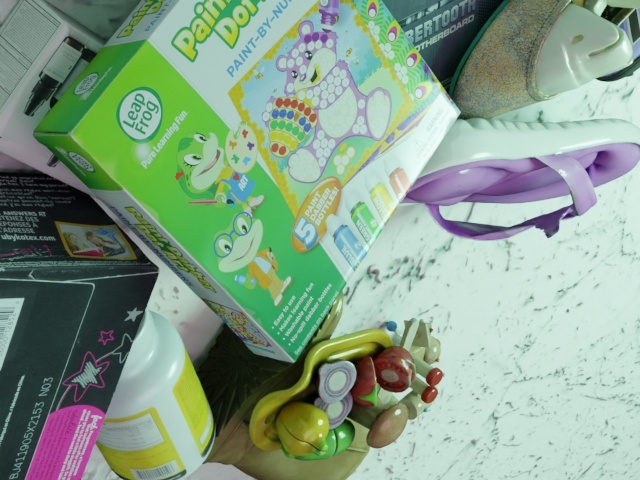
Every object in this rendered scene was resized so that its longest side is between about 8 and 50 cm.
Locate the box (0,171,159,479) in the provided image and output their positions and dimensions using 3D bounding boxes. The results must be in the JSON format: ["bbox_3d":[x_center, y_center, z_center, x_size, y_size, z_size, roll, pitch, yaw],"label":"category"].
[{"bbox_3d":[-0.249,0.087,0.822,0.163,0.142,0.247,0,121,-45],"label":"box"}]

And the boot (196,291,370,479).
[{"bbox_3d":[-0.012,0.150,1.184,0.236,0.089,0.269,-47,146,9],"label":"boot"}]

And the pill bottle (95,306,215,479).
[{"bbox_3d":[-0.156,0.122,0.983,0.103,0.103,0.184,-35,142,-18],"label":"pill bottle"}]

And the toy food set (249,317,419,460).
[{"bbox_3d":[0.035,0.152,1.093,0.218,0.071,0.128,-12,133,-46],"label":"toy food set"}]

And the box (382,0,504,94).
[{"bbox_3d":[0.102,-0.211,0.989,0.233,0.059,0.183,-31,140,-25],"label":"box"}]

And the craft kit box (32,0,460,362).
[{"bbox_3d":[-0.036,-0.085,0.829,0.246,0.061,0.250,47,66,-31],"label":"craft kit box"}]

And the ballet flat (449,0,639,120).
[{"bbox_3d":[0.241,-0.208,1.001,0.316,0.106,0.107,-50,145,-2],"label":"ballet flat"}]

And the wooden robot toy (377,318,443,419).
[{"bbox_3d":[0.114,0.142,1.319,0.079,0.076,0.173,-29,141,-42],"label":"wooden robot toy"}]

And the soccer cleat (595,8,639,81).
[{"bbox_3d":[0.326,-0.305,1.121,0.116,0.108,0.318,19,110,-31],"label":"soccer cleat"}]

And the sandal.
[{"bbox_3d":[0.185,-0.044,1.129,0.169,0.102,0.416,-25,167,41],"label":"sandal"}]

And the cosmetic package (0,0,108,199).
[{"bbox_3d":[-0.143,-0.077,0.853,0.099,0.060,0.239,-52,144,6],"label":"cosmetic package"}]
